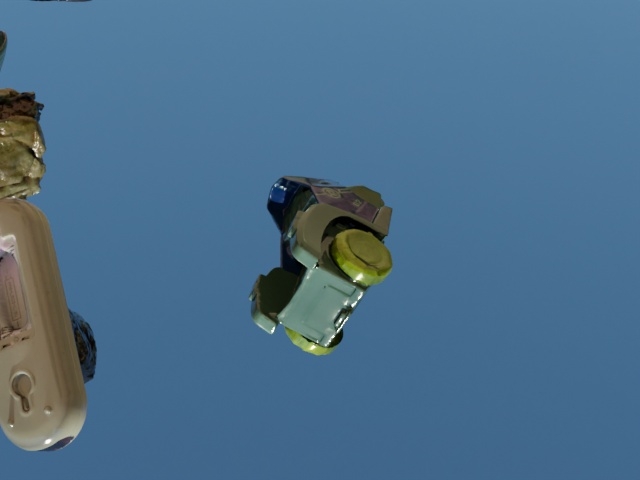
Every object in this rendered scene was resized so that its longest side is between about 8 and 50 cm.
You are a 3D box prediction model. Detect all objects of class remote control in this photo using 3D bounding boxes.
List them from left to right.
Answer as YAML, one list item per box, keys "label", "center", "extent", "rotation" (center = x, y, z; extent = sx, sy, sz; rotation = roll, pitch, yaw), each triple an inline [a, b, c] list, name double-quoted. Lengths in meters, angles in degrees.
- label: "remote control"
  center: [-0.250, 0.068, 1.047]
  extent: [0.078, 0.042, 0.221]
  rotation: [-21, -107, 20]

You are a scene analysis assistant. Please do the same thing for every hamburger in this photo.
- label: "hamburger"
  center: [-0.543, -0.151, 2.013]
  extent: [0.183, 0.206, 0.130]
  rotation: [-20, -137, -38]

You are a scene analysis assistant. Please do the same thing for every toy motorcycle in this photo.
- label: "toy motorcycle"
  center: [0.000, 0.000, 1.921]
  extent: [0.200, 0.191, 0.326]
  rotation: [27, -146, -8]

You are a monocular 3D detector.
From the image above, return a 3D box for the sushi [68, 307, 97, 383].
- label: "sushi"
  center: [-0.391, 0.157, 1.553]
  extent: [0.212, 0.115, 0.147]
  rotation: [-13, -104, 11]

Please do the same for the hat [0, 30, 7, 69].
- label: "hat"
  center: [-0.523, -0.224, 1.825]
  extent: [0.078, 0.191, 0.138]
  rotation: [14, -163, -27]
